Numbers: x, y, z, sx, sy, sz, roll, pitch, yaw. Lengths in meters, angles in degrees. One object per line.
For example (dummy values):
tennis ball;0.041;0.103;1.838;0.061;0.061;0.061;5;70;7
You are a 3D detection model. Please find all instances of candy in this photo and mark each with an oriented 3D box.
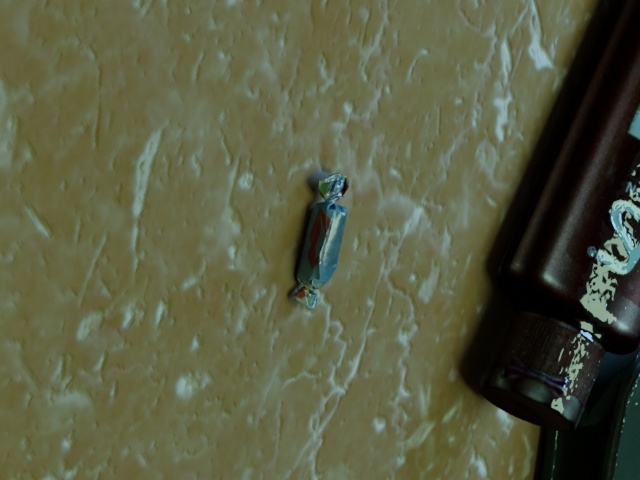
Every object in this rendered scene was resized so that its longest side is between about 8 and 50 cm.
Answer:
candy;0.000;0.000;1.095;0.030;0.020;0.083;9;96;-56

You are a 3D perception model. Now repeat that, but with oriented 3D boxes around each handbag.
handbag;0.260;0.187;1.494;0.247;0.079;0.260;-11;112;-53

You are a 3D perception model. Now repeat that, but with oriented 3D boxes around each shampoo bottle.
shampoo bottle;0.208;-0.024;1.320;0.129;0.084;0.323;34;73;-28
